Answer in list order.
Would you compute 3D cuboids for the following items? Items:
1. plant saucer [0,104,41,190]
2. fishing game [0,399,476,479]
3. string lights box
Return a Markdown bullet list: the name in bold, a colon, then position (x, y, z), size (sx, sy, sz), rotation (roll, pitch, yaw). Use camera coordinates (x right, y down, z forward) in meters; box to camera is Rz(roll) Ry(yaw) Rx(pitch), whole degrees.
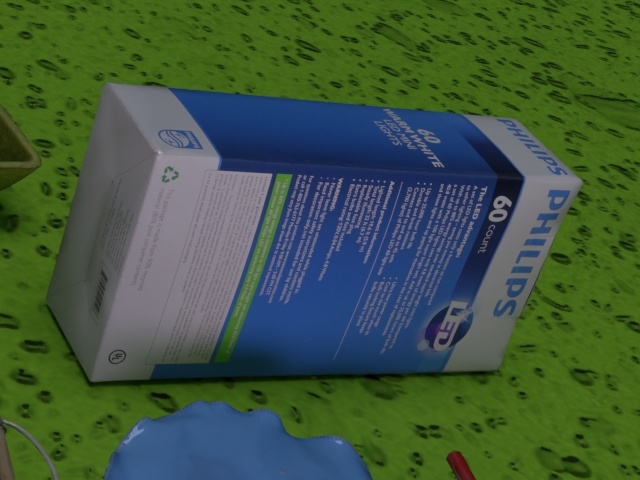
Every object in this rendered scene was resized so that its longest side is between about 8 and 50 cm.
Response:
- **plant saucer**: position (-0.278, -0.072, 0.866), size (0.188, 0.045, 0.188), rotation (-2, 35, -37)
- **fishing game**: position (-0.013, 0.145, 0.660), size (0.264, 0.041, 0.189), rotation (8, 36, -35)
- **string lights box**: position (0.000, 0.000, 0.828), size (0.259, 0.133, 0.077), rotation (2, 32, -33)
